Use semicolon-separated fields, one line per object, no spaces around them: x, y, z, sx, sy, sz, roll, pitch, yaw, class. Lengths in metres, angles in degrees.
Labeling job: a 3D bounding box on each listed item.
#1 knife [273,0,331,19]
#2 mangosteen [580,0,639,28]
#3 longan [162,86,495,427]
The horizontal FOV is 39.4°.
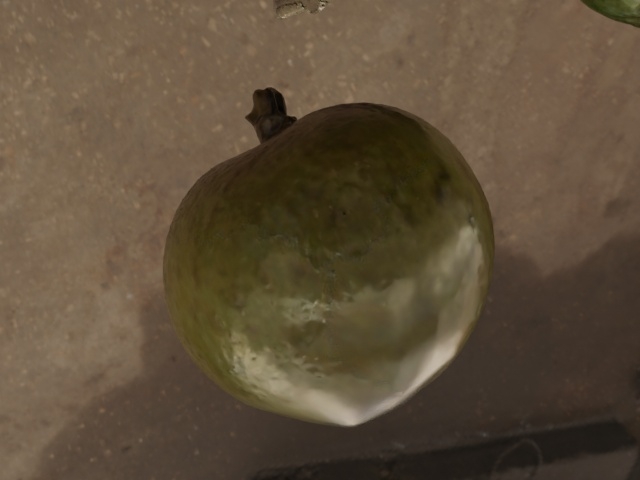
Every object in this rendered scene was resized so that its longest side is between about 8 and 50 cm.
0.043;-0.192;0.586;0.043;0.365;0.089;15;91;-29;knife
0.152;-0.204;0.327;0.242;0.243;0.243;-14;130;-17;mangosteen
0.000;0.000;0.424;0.154;0.176;0.145;-14;166;-6;longan
